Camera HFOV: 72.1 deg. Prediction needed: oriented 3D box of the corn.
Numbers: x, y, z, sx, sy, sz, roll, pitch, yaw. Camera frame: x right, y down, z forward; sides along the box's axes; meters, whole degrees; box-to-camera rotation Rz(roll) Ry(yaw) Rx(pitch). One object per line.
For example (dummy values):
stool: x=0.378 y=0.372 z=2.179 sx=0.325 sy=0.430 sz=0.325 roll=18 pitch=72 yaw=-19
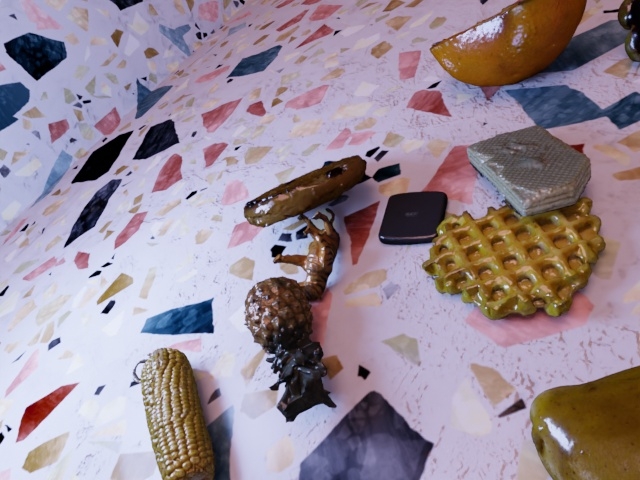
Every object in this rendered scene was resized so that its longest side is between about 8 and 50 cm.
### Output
corn: x=-0.253 y=0.300 z=0.763 sx=0.106 sy=0.106 sz=0.293 roll=-37 pitch=41 yaw=-4

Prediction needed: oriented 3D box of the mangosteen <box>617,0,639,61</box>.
mangosteen: x=0.691 y=-0.452 z=0.829 sx=0.210 sy=0.210 sz=0.210 roll=-18 pitch=43 yaw=17

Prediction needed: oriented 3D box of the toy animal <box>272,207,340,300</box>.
toy animal: x=0.005 y=-0.003 z=0.912 sx=0.114 sy=0.116 sz=0.255 roll=-36 pitch=18 yaw=36

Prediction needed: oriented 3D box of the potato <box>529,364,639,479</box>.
potato: x=0.395 y=0.199 z=0.405 sx=0.369 sy=0.176 sz=0.195 roll=-10 pitch=72 yaw=31

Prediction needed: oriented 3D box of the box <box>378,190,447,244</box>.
box: x=0.184 y=-0.043 z=0.878 sx=0.126 sy=0.027 sz=0.125 roll=-1 pitch=52 yaw=31

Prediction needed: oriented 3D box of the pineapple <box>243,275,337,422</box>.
pineapple: x=-0.055 y=0.177 z=0.742 sx=0.128 sy=0.128 sz=0.248 roll=-30 pitch=45 yaw=4

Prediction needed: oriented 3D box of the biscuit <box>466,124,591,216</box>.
biscuit: x=0.371 y=-0.133 z=0.778 sx=0.150 sy=0.052 sz=0.252 roll=-15 pitch=33 yaw=6

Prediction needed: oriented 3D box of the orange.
orange: x=0.422 y=-0.478 z=0.982 sx=0.310 sy=0.274 sz=0.274 roll=123 pitch=163 yaw=-48

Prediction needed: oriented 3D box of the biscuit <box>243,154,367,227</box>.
biscuit: x=-0.032 y=-0.105 z=0.974 sx=0.296 sy=0.075 sz=0.296 roll=-22 pitch=13 yaw=5

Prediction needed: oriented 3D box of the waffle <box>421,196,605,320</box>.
waffle: x=0.309 y=0.007 z=0.726 sx=0.291 sy=0.051 sz=0.291 roll=-16 pitch=44 yaw=17
